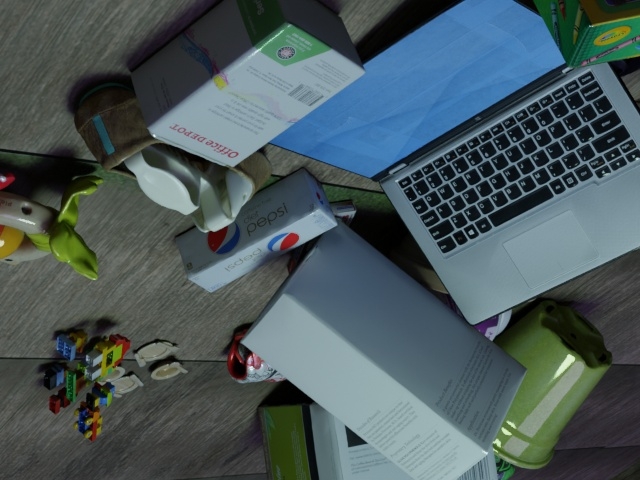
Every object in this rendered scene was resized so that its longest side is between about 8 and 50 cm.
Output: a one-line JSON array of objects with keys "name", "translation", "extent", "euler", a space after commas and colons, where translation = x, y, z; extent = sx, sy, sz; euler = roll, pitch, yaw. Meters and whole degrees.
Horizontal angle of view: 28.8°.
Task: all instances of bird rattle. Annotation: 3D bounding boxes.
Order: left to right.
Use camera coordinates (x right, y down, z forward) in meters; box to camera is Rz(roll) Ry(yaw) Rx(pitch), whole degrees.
[{"name": "bird rattle", "translation": [-0.386, -0.018, 1.486], "extent": [0.253, 0.143, 0.207], "euler": [10, 156, -41]}]

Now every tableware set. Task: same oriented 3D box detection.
[{"name": "tableware set", "translation": [-0.305, 0.219, 2.088], "extent": [0.169, 0.020, 0.141], "euler": [-23, 153, 5]}]

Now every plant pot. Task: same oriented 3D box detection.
[{"name": "plant pot", "translation": [0.229, 0.012, 1.926], "extent": [0.237, 0.237, 0.109], "euler": [1, 106, -37]}, {"name": "plant pot", "translation": [0.426, 0.264, 2.461], "extent": [0.276, 0.276, 0.254], "euler": [8, 131, -43]}]

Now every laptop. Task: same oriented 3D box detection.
[{"name": "laptop", "translation": [0.205, -0.084, 1.613], "extent": [0.382, 0.408, 0.236], "euler": [-29, -174, 34]}]

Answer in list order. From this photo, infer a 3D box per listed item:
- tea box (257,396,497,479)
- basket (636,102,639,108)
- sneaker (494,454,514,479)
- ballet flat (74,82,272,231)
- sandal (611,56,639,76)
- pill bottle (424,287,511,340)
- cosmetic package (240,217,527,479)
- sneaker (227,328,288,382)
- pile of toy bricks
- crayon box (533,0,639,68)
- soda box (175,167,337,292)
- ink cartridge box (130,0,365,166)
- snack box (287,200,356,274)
[{"name": "tea box", "translation": [0.102, 0.389, 2.362], "extent": [0.329, 0.220, 0.323], "euler": [-6, 175, -27]}, {"name": "basket", "translation": [0.515, -0.124, 1.880], "extent": [0.113, 0.167, 0.103], "euler": [-8, 144, -24]}, {"name": "sneaker", "translation": [0.337, 0.394, 2.592], "extent": [0.134, 0.146, 0.343], "euler": [-47, -171, 26]}, {"name": "ballet flat", "translation": [-0.161, -0.081, 1.518], "extent": [0.116, 0.124, 0.342], "euler": [-30, 152, 19]}, {"name": "sandal", "translation": [0.341, -0.240, 1.654], "extent": [0.254, 0.054, 0.097], "euler": [-1, 147, -34]}, {"name": "pill bottle", "translation": [0.198, 0.121, 2.071], "extent": [0.169, 0.169, 0.301], "euler": [-38, 162, 30]}, {"name": "cosmetic package", "translation": [0.095, 0.166, 1.809], "extent": [0.155, 0.365, 0.197], "euler": [-51, 180, 45]}, {"name": "sneaker", "translation": [-0.048, 0.162, 2.087], "extent": [0.145, 0.090, 0.270], "euler": [1, 149, -41]}, {"name": "pile of toy bricks", "translation": [-0.355, 0.205, 1.961], "extent": [0.105, 0.118, 0.212], "euler": [-35, 150, -41]}, {"name": "crayon box", "translation": [0.387, -0.308, 1.440], "extent": [0.278, 0.165, 0.081], "euler": [-13, 152, -15]}, {"name": "soda box", "translation": [-0.091, -0.012, 1.750], "extent": [0.216, 0.074, 0.069], "euler": [-28, 152, 13]}, {"name": "ink cartridge box", "translation": [-0.083, -0.189, 1.409], "extent": [0.212, 0.093, 0.154], "euler": [-35, 149, 23]}, {"name": "snack box", "translation": [0.000, 0.000, 1.894], "extent": [0.064, 0.022, 0.178], "euler": [-9, 150, -22]}]
